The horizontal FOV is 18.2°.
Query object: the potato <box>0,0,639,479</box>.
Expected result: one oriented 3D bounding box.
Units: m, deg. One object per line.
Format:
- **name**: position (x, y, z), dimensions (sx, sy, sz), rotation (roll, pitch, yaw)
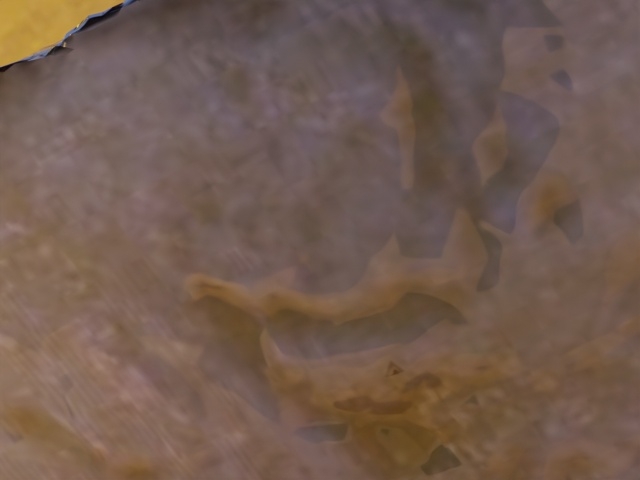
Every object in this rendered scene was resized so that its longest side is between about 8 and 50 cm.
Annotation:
- **potato**: position (0.000, 0.000, 0.630), dimensions (0.397, 0.290, 0.296), rotation (-49, 17, 26)
